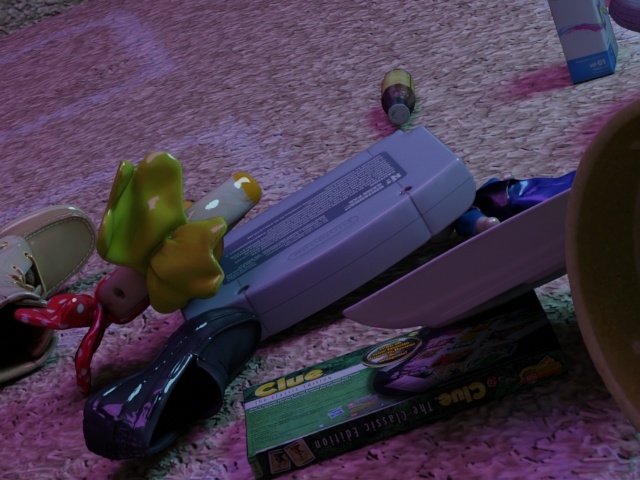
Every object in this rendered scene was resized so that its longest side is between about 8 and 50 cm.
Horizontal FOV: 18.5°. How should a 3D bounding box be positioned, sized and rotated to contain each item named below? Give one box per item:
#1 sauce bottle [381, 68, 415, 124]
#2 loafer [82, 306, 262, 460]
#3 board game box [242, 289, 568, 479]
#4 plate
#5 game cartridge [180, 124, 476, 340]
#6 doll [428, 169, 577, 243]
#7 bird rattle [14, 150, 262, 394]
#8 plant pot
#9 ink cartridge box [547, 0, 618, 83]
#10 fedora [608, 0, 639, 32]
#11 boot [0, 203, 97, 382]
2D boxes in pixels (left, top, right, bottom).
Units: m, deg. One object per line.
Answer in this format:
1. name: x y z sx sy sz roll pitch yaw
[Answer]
1. sauce bottle: 0.090 -0.166 2.293 0.042 0.042 0.128 -17 17 9
2. loafer: -0.111 0.125 1.674 0.078 0.076 0.223 14 31 29
3. board game box: 0.064 0.114 1.581 0.260 0.030 0.136 -19 21 4
4. plate: 0.189 -0.003 1.502 0.278 0.045 0.277 -29 -8 27
5. game cartridge: 0.000 0.000 1.856 0.297 0.062 0.198 -31 24 -1
6. doll: 0.176 -0.033 1.837 0.189 0.046 0.129 -12 20 23
7. bird rattle: -0.146 0.029 1.797 0.207 0.143 0.253 -36 -13 -42
8. plant pot: 0.347 0.004 1.290 0.254 0.276 0.276 -19 15 -35
9. ink cartridge box: 0.291 -0.250 2.193 0.052 0.122 0.088 -15 20 18
10. fedora: 0.430 -0.214 1.948 0.275 0.124 0.243 -10 22 9
11. boot: -0.306 0.056 2.010 0.262 0.095 0.203 -32 22 -26
